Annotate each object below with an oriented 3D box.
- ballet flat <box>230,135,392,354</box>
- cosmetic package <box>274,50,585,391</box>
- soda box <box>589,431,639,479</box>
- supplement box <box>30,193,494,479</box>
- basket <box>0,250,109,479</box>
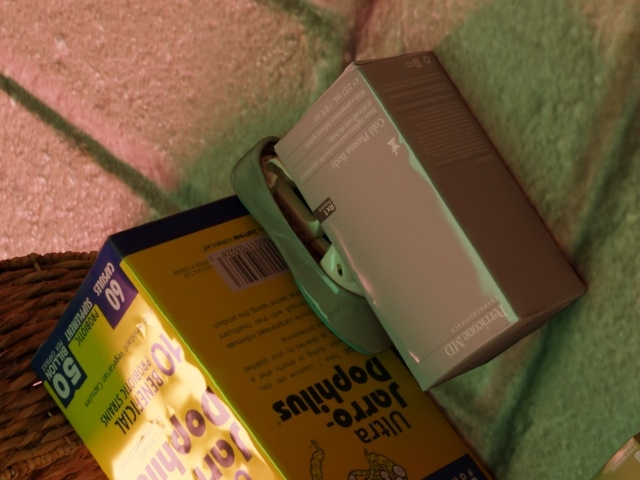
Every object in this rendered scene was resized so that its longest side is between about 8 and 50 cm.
[{"bbox_3d":[0.000,0.000,1.422,0.213,0.072,0.068,53,128,17],"label":"ballet flat"},{"bbox_3d":[0.084,-0.017,1.315,0.127,0.107,0.238,-44,70,40],"label":"cosmetic package"},{"bbox_3d":[0.225,0.213,1.287,0.058,0.061,0.181,49,132,19],"label":"soda box"},{"bbox_3d":[-0.052,0.162,1.438,0.356,0.195,0.194,52,132,17],"label":"supplement box"},{"bbox_3d":[-0.293,0.157,1.590,0.213,0.299,0.223,54,133,16],"label":"basket"}]
